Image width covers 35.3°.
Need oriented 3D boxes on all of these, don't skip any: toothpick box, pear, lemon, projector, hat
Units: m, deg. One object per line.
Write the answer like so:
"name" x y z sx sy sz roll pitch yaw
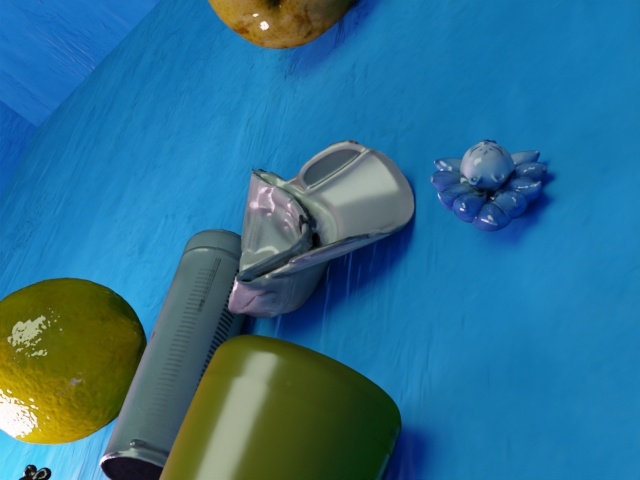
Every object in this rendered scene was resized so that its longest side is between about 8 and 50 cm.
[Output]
"toothpick box" -0.057 0.230 0.825 0.175 0.175 0.271 -11 50 56
"pear" -0.061 -0.472 1.675 0.314 0.314 0.314 -40 26 25
"lemon" -0.363 0.166 1.392 0.263 0.236 0.236 -55 18 37
"projector" -0.159 0.141 1.211 0.108 0.108 0.337 -30 32 40
"hat" 0.000 0.000 1.166 0.226 0.164 0.219 -3 40 8

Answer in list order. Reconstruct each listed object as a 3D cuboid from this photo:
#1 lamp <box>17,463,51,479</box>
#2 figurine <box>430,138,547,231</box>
"lamp" -0.407 0.411 1.276 0.118 0.118 0.253 -13 46 55
"figurine" 0.157 -0.049 0.938 0.114 0.114 0.079 -90 -1 -56
